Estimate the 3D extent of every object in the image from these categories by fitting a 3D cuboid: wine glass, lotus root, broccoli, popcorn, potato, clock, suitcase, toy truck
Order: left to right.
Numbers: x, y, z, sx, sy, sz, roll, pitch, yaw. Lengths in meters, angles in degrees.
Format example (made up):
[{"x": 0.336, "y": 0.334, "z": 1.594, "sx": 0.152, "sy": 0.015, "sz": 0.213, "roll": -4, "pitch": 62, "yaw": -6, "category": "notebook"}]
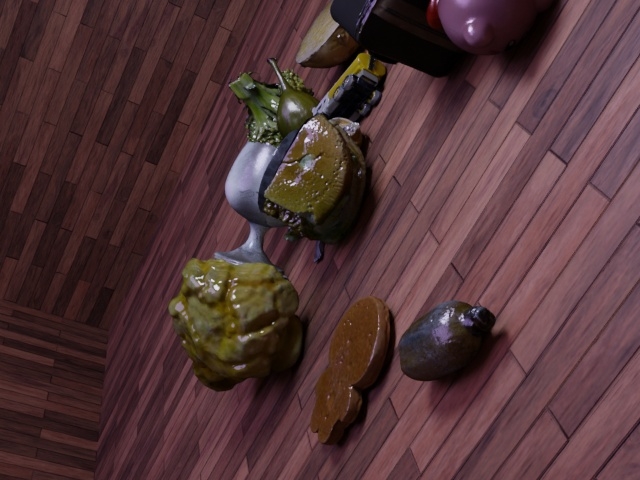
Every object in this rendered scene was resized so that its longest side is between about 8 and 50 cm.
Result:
[{"x": -0.208, "y": 0.192, "z": 1.811, "sx": 0.334, "sy": 0.294, "sz": 0.292, "roll": -27, "pitch": 47, "yaw": 62, "category": "popcorn"}, {"x": -0.144, "y": -0.087, "z": 2.019, "sx": 0.238, "sy": 0.238, "sz": 0.323, "roll": -158, "pitch": 81, "yaw": -69, "category": "wine glass"}, {"x": -0.121, "y": -0.357, "z": 2.195, "sx": 0.242, "sy": 0.273, "sz": 0.180, "roll": -47, "pitch": 45, "yaw": 9, "category": "broccoli"}, {"x": -0.072, "y": -0.154, "z": 1.821, "sx": 0.215, "sy": 0.042, "sz": 0.215, "roll": -56, "pitch": -17, "yaw": -28, "category": "clock"}, {"x": 0.059, "y": -0.569, "z": 2.121, "sx": 0.239, "sy": 0.116, "sz": 0.299, "roll": -28, "pitch": 34, "yaw": 51, "category": "potato"}, {"x": 0.069, "y": -0.352, "z": 1.918, "sx": 0.227, "sy": 0.098, "sz": 0.114, "roll": -45, "pitch": 28, "yaw": 42, "category": "toy truck"}, {"x": 0.224, "y": -0.524, "z": 1.461, "sx": 0.434, "sy": 0.283, "sz": 0.194, "roll": -58, "pitch": 42, "yaw": 26, "category": "suitcase"}, {"x": 0.189, "y": 0.147, "z": 1.179, "sx": 0.192, "sy": 0.088, "sz": 0.113, "roll": -42, "pitch": 28, "yaw": 50, "category": "lotus root"}]

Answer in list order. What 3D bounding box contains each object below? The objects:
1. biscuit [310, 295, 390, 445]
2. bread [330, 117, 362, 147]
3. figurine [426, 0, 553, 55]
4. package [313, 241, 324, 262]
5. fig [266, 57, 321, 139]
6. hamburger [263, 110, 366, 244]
[{"x": 0.057, "y": 0.243, "z": 1.469, "sx": 0.202, "sy": 0.044, "sz": 0.288, "roll": 13, "pitch": 84, "yaw": 69, "category": "biscuit"}, {"x": 0.042, "y": -0.213, "z": 1.860, "sx": 0.119, "sy": 0.084, "sz": 0.177, "roll": -91, "pitch": 21, "yaw": -51, "category": "bread"}, {"x": 0.291, "y": -0.400, "z": 1.336, "sx": 0.173, "sy": 0.173, "sz": 0.173, "roll": -50, "pitch": 28, "yaw": 40, "category": "figurine"}, {"x": 0.000, "y": 0.000, "z": 1.868, "sx": 0.037, "sy": 0.015, "sz": 0.110, "roll": -34, "pitch": 42, "yaw": 55, "category": "package"}, {"x": -0.058, "y": -0.369, "z": 2.055, "sx": 0.151, "sy": 0.151, "sz": 0.259, "roll": 4, "pitch": 113, "yaw": 68, "category": "fig"}, {"x": 0.005, "y": -0.115, "z": 1.710, "sx": 0.288, "sy": 0.192, "sz": 0.168, "roll": -59, "pitch": -13, "yaw": 8, "category": "hamburger"}]
